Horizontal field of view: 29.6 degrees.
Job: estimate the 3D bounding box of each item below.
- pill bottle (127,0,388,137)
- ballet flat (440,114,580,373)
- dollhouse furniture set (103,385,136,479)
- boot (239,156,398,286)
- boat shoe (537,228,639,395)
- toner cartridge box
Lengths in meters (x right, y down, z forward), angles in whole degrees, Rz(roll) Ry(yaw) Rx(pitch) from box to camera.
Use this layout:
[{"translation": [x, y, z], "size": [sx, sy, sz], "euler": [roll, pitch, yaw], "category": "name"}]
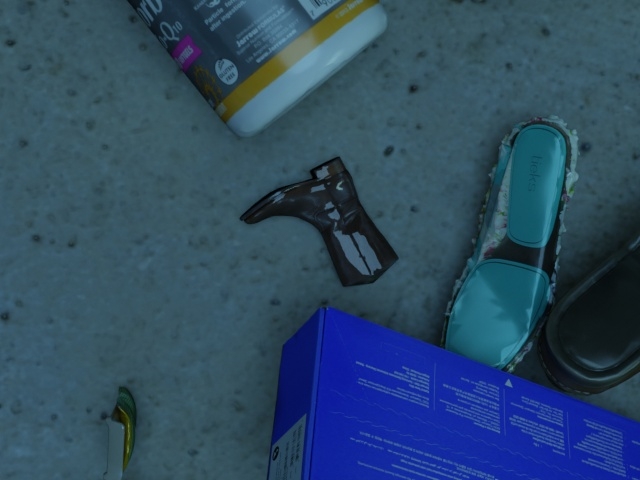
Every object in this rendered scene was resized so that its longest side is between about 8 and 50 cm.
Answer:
[{"translation": [-0.086, -0.234, 0.968], "size": [0.162, 0.162, 0.278], "euler": [-39, 94, -1], "category": "pill bottle"}, {"translation": [0.169, 0.012, 1.037], "size": [0.091, 0.077, 0.241], "euler": [20, 93, 15], "category": "ballet flat"}, {"translation": [-0.151, 0.205, 1.030], "size": [0.058, 0.076, 0.152], "euler": [5, 103, -1], "category": "dollhouse furniture set"}, {"translation": [0.000, 0.000, 1.050], "size": [0.106, 0.037, 0.114], "euler": [-28, 99, 0], "category": "boot"}, {"translation": [0.308, 0.019, 1.009], "size": [0.307, 0.104, 0.111], "euler": [-30, 72, -6], "category": "boat shoe"}, {"translation": [0.129, 0.189, 0.961], "size": [0.347, 0.075, 0.165], "euler": [22, 52, -19], "category": "toner cartridge box"}]
